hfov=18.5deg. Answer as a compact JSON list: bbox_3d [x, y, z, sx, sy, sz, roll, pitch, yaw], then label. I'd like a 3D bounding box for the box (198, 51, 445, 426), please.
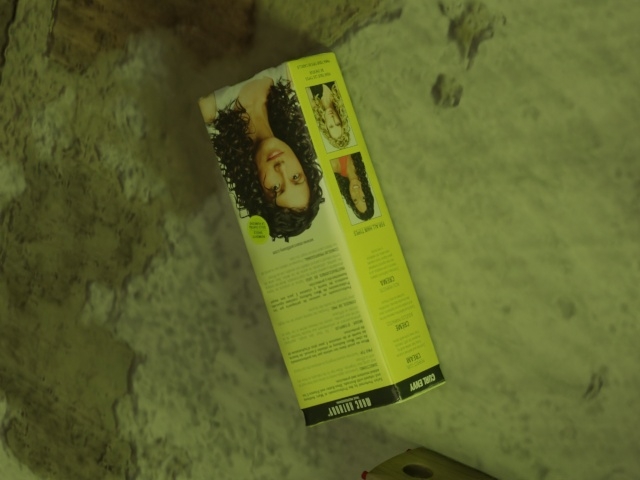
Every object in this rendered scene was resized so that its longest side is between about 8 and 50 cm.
[{"bbox_3d":[0.000,0.000,1.289,0.087,0.058,0.232,-20,89,38],"label":"box"}]

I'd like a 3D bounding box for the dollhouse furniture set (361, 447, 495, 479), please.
[{"bbox_3d":[0.051,0.231,1.226,0.129,0.184,0.129,21,113,32],"label":"dollhouse furniture set"}]
